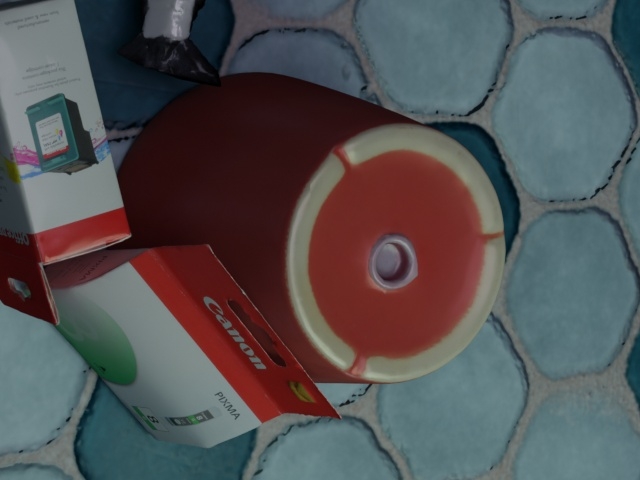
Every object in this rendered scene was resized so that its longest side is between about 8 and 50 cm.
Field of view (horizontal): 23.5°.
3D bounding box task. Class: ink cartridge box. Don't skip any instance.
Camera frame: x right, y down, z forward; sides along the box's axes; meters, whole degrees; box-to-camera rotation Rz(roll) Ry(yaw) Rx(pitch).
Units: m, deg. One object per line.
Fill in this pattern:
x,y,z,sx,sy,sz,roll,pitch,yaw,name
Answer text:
-0.216,-0.062,1.160,0.078,0.134,0.231,-19,105,-27,ink cartridge box
-0.110,0.086,1.184,0.056,0.225,0.181,-48,115,-25,ink cartridge box

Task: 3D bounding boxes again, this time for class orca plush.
-0.064,-0.266,1.248,0.102,0.151,0.287,9,88,-61,orca plush

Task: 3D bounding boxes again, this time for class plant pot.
0.000,0.000,1.228,0.275,0.243,0.274,-4,98,-29,plant pot
